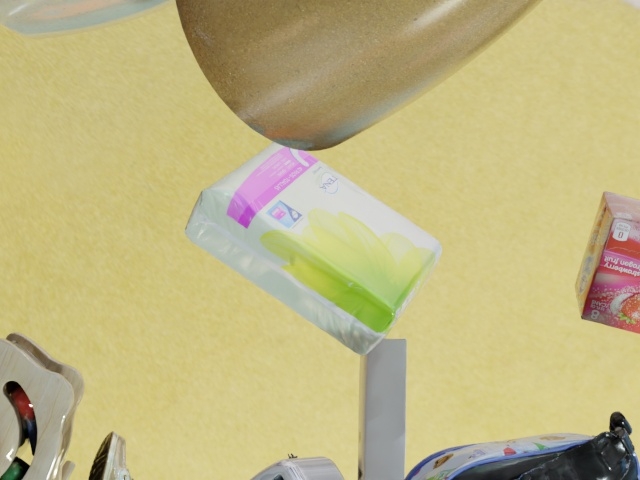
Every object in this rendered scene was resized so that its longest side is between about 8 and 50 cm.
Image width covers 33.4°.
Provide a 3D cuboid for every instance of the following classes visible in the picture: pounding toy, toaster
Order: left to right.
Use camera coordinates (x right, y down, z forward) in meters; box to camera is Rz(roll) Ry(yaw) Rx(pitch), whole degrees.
[{"bbox_3d":[-0.357,0.234,1.181,0.154,0.155,0.269,14,91,-2],"label":"pounding toy"},{"bbox_3d":[-0.026,0.427,1.666,0.129,0.227,0.146,-35,154,19],"label":"toaster"}]

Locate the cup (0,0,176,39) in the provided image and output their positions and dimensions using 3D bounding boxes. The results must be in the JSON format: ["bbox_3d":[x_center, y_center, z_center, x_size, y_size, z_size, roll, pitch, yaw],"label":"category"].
[{"bbox_3d":[-0.276,-0.354,1.141,0.237,0.331,0.331,-37,121,12],"label":"cup"}]

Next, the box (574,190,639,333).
[{"bbox_3d":[0.431,0.045,1.206,0.257,0.122,0.128,14,108,5],"label":"box"}]

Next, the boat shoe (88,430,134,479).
[{"bbox_3d":[-0.213,0.262,1.093,0.045,0.135,0.050,22,138,-24],"label":"boat shoe"}]

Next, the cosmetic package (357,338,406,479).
[{"bbox_3d":[0.083,0.258,1.472,0.061,0.099,0.238,3,78,-4],"label":"cosmetic package"}]

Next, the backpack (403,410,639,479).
[{"bbox_3d":[0.208,0.333,1.177,0.264,0.213,0.276,1,81,-22],"label":"backpack"}]

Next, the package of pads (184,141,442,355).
[{"bbox_3d":[0.000,0.000,1.433,0.297,0.229,0.101,35,122,8],"label":"package of pads"}]

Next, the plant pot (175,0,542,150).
[{"bbox_3d":[0.058,-0.213,0.804,0.237,0.254,0.237,14,69,-42],"label":"plant pot"}]
